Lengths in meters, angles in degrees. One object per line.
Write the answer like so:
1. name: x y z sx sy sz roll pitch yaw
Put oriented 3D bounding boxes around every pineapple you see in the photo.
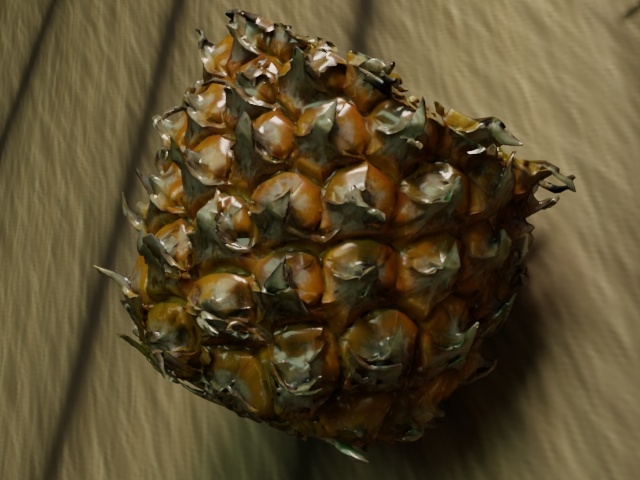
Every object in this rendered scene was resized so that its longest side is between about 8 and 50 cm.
1. pineapple: 0.003 0.002 0.885 0.352 0.352 0.300 21 88 50
